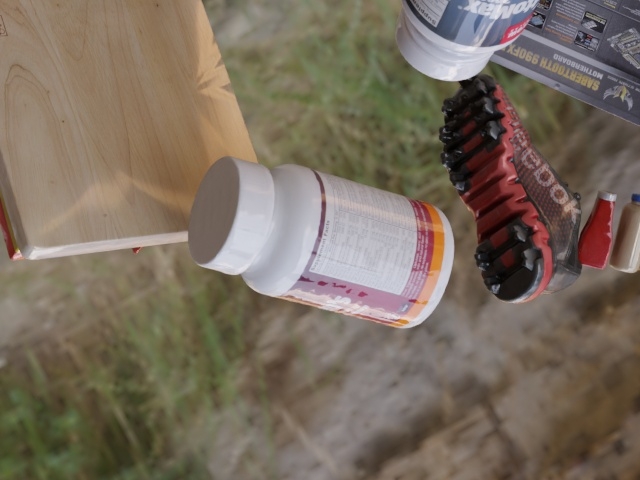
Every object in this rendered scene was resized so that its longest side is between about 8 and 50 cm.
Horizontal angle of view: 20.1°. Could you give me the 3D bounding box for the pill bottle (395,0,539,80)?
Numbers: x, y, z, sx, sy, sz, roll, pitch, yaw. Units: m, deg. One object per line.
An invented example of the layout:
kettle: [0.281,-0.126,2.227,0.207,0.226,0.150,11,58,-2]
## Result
pill bottle: [0.120,-0.206,1.380,0.108,0.108,0.180,-26,159,-27]

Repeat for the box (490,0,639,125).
box: [0.288,-0.245,1.916,0.056,0.231,0.183,-45,156,-56]

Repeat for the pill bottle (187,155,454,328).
pill bottle: [0.000,0.000,1.628,0.221,0.121,0.121,15,150,-27]

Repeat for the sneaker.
sneaker: [0.217,-0.057,2.000,0.135,0.276,0.098,5,150,-42]

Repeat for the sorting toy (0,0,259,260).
sorting toy: [-0.205,-0.101,1.703,0.255,0.257,0.089,-7,158,-33]

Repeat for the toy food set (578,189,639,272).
toy food set: [0.336,-0.028,2.299,0.232,0.104,0.111,13,-171,-1]
